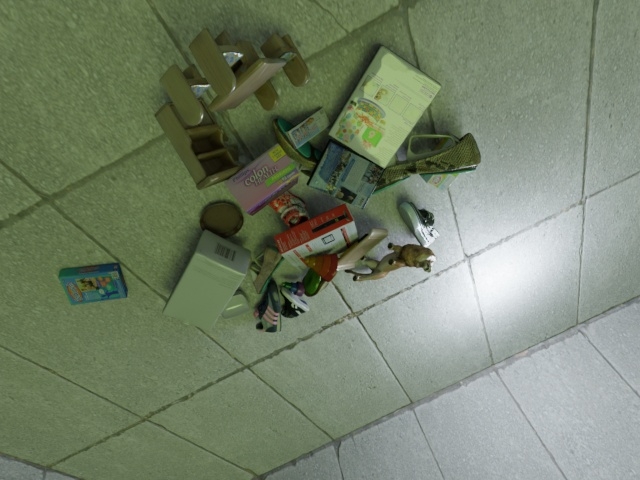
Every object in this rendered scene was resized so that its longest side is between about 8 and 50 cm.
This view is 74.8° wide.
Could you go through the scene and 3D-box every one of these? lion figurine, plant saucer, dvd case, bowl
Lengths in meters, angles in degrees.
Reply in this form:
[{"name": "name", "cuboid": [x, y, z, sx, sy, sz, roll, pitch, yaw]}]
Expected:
[{"name": "lion figurine", "cuboid": [0.328, 0.109, 1.962, 0.392, 0.142, 0.240, -19, 159, 41]}, {"name": "plant saucer", "cuboid": [-0.384, -0.081, 1.629, 0.168, 0.029, 0.169, -11, 132, -12]}, {"name": "dvd case", "cuboid": [0.096, -0.234, 1.514, 0.252, 0.022, 0.181, 20, 107, -28]}, {"name": "bowl", "cuboid": [-0.404, 0.290, 1.924, 0.142, 0.053, 0.142, -19, 133, -4]}]

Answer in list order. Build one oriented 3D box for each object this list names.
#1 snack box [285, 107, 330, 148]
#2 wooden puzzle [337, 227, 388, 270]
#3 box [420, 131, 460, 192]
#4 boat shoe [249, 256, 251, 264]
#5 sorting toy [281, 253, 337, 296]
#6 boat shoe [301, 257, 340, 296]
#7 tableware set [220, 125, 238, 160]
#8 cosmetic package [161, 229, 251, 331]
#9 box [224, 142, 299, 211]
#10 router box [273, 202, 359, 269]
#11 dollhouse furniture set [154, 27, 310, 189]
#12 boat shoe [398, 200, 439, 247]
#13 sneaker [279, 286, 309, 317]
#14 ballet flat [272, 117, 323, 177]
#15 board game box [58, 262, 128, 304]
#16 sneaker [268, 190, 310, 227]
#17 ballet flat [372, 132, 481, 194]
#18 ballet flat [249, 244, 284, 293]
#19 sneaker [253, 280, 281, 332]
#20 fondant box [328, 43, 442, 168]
[{"name": "snack box", "cuboid": [-0.039, -0.381, 1.420, 0.178, 0.022, 0.064, -43, 119, -30]}, {"name": "wooden puzzle", "cuboid": [0.174, 0.032, 1.808, 0.239, 0.044, 0.221, -47, 161, 20]}, {"name": "box", "cuboid": [0.506, -0.313, 1.693, 0.114, 0.103, 0.203, 21, 120, -33]}, {"name": "boat shoe", "cuboid": [-0.344, 0.124, 1.805, 0.170, 0.063, 0.059, -48, 151, 21]}, {"name": "sorting toy", "cuboid": [-0.066, 0.145, 1.778, 0.126, 0.127, 0.365, 19, 147, -22]}, {"name": "boat shoe", "cuboid": [0.007, 0.171, 1.906, 0.089, 0.105, 0.285, -18, 163, -40]}, {"name": "tableware set", "cuboid": [-0.371, -0.311, 1.442, 0.168, 0.020, 0.141, -21, 131, 0]}, {"name": "cosmetic package", "cuboid": [-0.459, 0.172, 1.687, 0.217, 0.156, 0.385, 28, 124, -18]}, {"name": "box", "cuboid": [-0.190, -0.196, 1.418, 0.213, 0.243, 0.117, -37, 92, -4]}, {"name": "router box", "cuboid": [0.000, 0.000, 1.694, 0.301, 0.082, 0.335, -24, 162, 2]}, {"name": "dollhouse furniture set", "cuboid": [-0.245, -0.356, 1.182, 0.394, 0.362, 0.257, -27, 97, 34]}, {"name": "boat shoe", "cuboid": [0.447, -0.090, 1.872, 0.119, 0.121, 0.335, -38, 142, 5]}, {"name": "sneaker", "cuboid": [-0.157, 0.312, 2.012, 0.121, 0.079, 0.217, -34, 132, 10]}, {"name": "ballet flat", "cuboid": [-0.059, -0.300, 1.506, 0.348, 0.123, 0.123, 29, 115, -36]}, {"name": "board game box", "cuboid": [-0.891, 0.172, 1.653, 0.210, 0.047, 0.160, -7, 131, -15]}, {"name": "sneaker", "cuboid": [-0.148, -0.139, 1.583, 0.270, 0.145, 0.090, 28, 116, -36]}, {"name": "ballet flat", "cuboid": [0.347, -0.303, 1.590, 0.482, 0.164, 0.182, -12, 104, 20]}, {"name": "ballet flat", "cuboid": [-0.242, 0.117, 1.797, 0.106, 0.108, 0.316, 32, 133, -4]}, {"name": "sneaker", "cuboid": [-0.253, 0.323, 1.969, 0.130, 0.112, 0.319, -4, 126, -8]}, {"name": "fondant box", "cuboid": [0.212, -0.450, 1.429, 0.238, 0.096, 0.330, 28, 116, -12]}]
